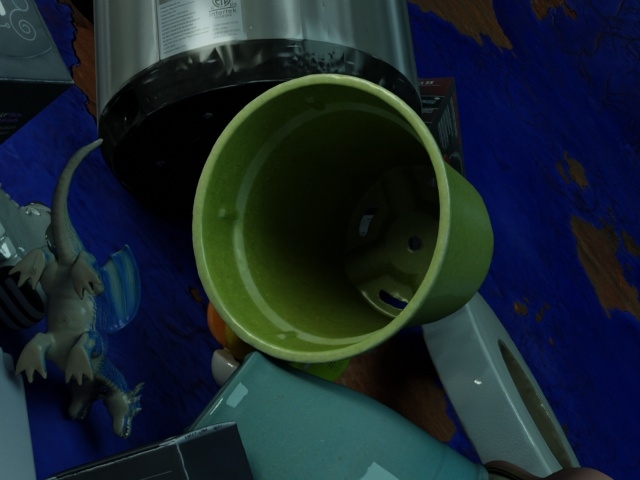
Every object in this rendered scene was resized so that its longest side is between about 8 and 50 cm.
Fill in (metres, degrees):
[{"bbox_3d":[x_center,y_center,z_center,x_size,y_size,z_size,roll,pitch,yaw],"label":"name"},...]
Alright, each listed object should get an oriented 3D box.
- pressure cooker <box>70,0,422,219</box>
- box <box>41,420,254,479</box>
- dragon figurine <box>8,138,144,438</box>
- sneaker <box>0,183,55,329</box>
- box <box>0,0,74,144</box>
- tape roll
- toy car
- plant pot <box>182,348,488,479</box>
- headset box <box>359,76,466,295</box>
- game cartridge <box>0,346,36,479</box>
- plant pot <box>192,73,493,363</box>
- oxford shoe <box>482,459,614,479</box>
[{"bbox_3d":[-0.076,-0.272,1.580,0.370,0.375,0.420,4,64,-22],"label":"pressure cooker"},{"bbox_3d":[-0.129,0.277,1.189,0.108,0.153,0.207,-5,77,-64],"label":"box"},{"bbox_3d":[-0.219,0.049,1.269,0.144,0.085,0.289,-35,124,-78],"label":"dragon figurine"},{"bbox_3d":[-0.323,-0.031,1.337,0.228,0.086,0.132,61,23,-12],"label":"sneaker"},{"bbox_3d":[-0.370,-0.121,1.149,0.165,0.270,0.143,-7,68,-58],"label":"box"},{"bbox_3d":[0.253,0.237,1.796,0.392,0.072,0.392,56,11,-17],"label":"tape roll"},{"bbox_3d":[-0.050,0.102,1.561,0.182,0.159,0.136,27,3,-38],"label":"toy car"},{"bbox_3d":[-0.021,0.249,1.337,0.255,0.271,0.271,39,31,0],"label":"plant pot"},{"bbox_3d":[0.128,-0.086,1.918,0.293,0.110,0.218,-60,145,-58],"label":"headset box"},{"bbox_3d":[-0.362,0.156,1.112,0.294,0.060,0.196,20,42,-46],"label":"game cartridge"},{"bbox_3d":[0.051,-0.009,1.409,0.254,0.276,0.276,12,51,-63],"label":"plant pot"},{"bbox_3d":[0.193,0.331,1.509,0.146,0.397,0.140,-29,86,-24],"label":"oxford shoe"}]
